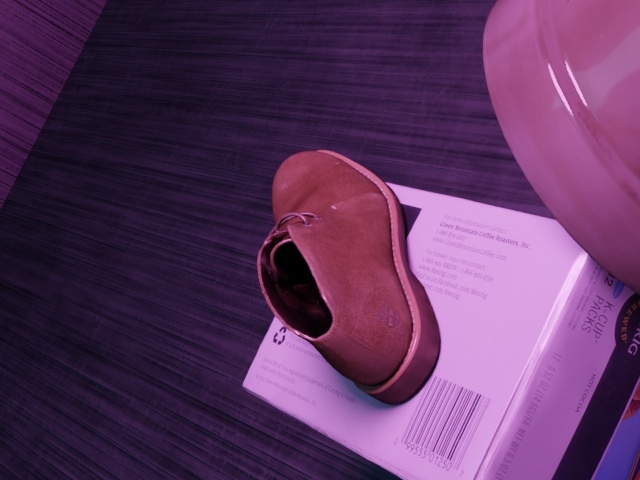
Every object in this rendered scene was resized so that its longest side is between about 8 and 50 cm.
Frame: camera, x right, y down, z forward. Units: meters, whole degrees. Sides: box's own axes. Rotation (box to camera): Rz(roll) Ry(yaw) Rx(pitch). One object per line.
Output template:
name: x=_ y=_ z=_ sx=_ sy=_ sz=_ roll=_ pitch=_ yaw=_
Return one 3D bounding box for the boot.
boot: x=0.000 y=0.000 z=1.151 sx=0.112 sy=0.115 sz=0.305 roll=-50 pitch=32 yaw=18

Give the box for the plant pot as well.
plant pot: x=0.325 y=-0.146 z=0.997 sx=0.280 sy=0.323 sz=0.323 roll=-44 pitch=34 yaw=42

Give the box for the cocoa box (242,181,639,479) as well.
cocoa box: x=0.144 y=0.108 z=1.186 sx=0.347 sy=0.228 sz=0.231 roll=17 pitch=79 yaw=57
